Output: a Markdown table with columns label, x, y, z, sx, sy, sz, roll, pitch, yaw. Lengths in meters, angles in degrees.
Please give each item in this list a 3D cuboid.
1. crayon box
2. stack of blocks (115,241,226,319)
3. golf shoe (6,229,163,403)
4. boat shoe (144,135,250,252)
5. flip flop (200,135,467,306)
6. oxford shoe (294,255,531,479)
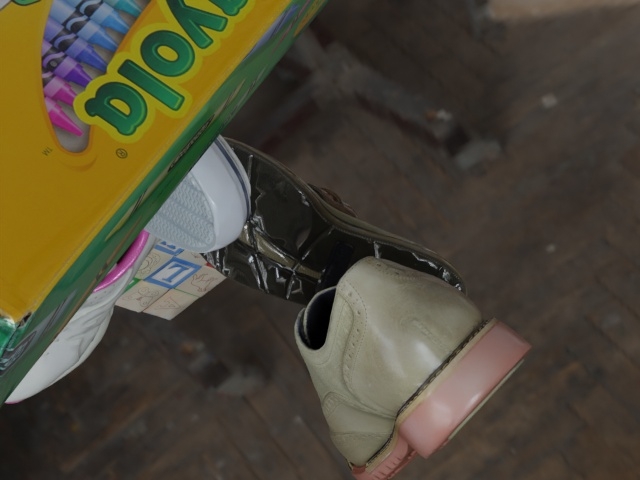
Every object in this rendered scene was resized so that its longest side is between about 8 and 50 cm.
| label | x | y | z | sx | sy | sz | roll | pitch | yaw |
| --- | --- | --- | --- | --- | --- | --- | --- | --- | --- |
| crayon box | -0.105 | -0.085 | 0.580 | 0.278 | 0.165 | 0.081 | -56 | 0 | -41 |
| stack of blocks | -0.189 | -0.034 | 1.554 | 0.171 | 0.297 | 0.087 | -36 | 58 | 23 |
| golf shoe | -0.208 | 0.023 | 1.347 | 0.306 | 0.115 | 0.140 | -52 | -1 | 22 |
| boat shoe | -0.095 | -0.080 | 0.857 | 0.075 | 0.083 | 0.226 | -27 | 52 | -29 |
| flip flop | 0.000 | 0.000 | 1.452 | 0.080 | 0.277 | 0.112 | -82 | 18 | -71 |
| oxford shoe | 0.053 | 0.092 | 1.314 | 0.146 | 0.397 | 0.140 | 44 | 72 | 4 |
